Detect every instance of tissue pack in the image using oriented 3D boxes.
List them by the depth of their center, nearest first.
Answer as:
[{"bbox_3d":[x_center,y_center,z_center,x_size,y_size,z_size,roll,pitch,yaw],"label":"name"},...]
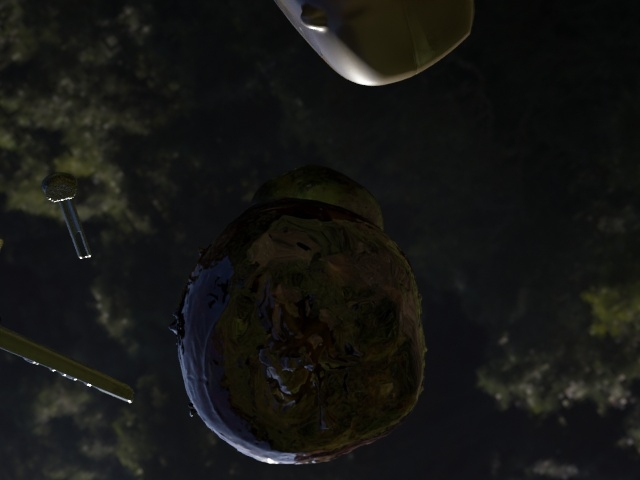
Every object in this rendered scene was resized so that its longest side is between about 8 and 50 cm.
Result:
[{"bbox_3d":[0.051,-0.436,2.090,0.387,0.277,0.267,56,174,37],"label":"tissue pack"}]

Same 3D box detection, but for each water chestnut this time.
[{"bbox_3d":[-0.022,0.117,1.572,0.335,0.335,0.347,55,175,-10],"label":"water chestnut"}]

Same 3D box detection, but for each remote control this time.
[{"bbox_3d":[-0.450,0.212,2.209,0.285,0.038,0.123,26,172,-10],"label":"remote control"}]

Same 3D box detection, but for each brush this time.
[{"bbox_3d":[-0.446,-0.036,2.322,0.266,0.062,0.027,84,173,-56],"label":"brush"}]

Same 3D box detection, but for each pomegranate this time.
[{"bbox_3d":[-0.016,0.007,2.037,0.222,0.204,0.276,66,157,15],"label":"pomegranate"}]

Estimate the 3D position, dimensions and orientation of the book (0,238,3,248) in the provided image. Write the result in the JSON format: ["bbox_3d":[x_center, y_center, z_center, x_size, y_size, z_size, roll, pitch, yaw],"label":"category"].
[{"bbox_3d":[-0.576,0.146,2.057,0.027,0.264,0.202,21,-144,-16],"label":"book"}]
